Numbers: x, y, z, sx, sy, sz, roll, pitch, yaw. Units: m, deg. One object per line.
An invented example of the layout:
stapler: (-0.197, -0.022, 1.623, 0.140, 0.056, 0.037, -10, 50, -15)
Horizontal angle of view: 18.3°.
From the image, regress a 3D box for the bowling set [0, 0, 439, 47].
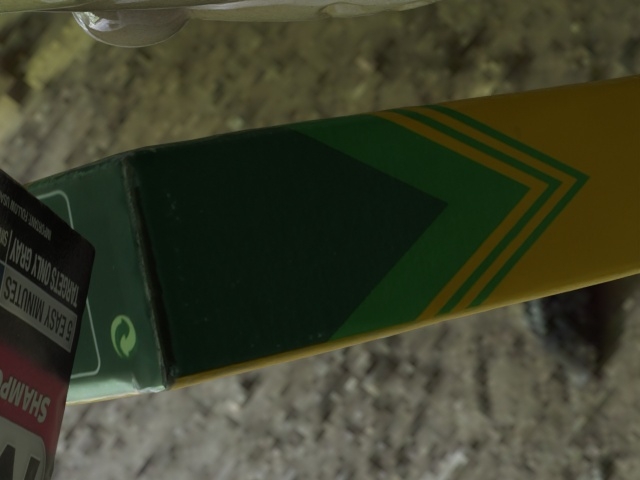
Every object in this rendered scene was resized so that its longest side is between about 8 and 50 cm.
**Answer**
bowling set: (-0.063, -0.144, 0.502, 0.154, 0.199, 0.287, -8, 0, 13)

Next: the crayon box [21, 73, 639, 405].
crayon box: (0.000, 0.000, 0.800, 0.323, 0.083, 0.203, -10, -2, -41)

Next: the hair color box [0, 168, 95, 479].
hair color box: (-0.160, 0.138, 0.495, 0.174, 0.105, 0.347, 47, -130, -68)
